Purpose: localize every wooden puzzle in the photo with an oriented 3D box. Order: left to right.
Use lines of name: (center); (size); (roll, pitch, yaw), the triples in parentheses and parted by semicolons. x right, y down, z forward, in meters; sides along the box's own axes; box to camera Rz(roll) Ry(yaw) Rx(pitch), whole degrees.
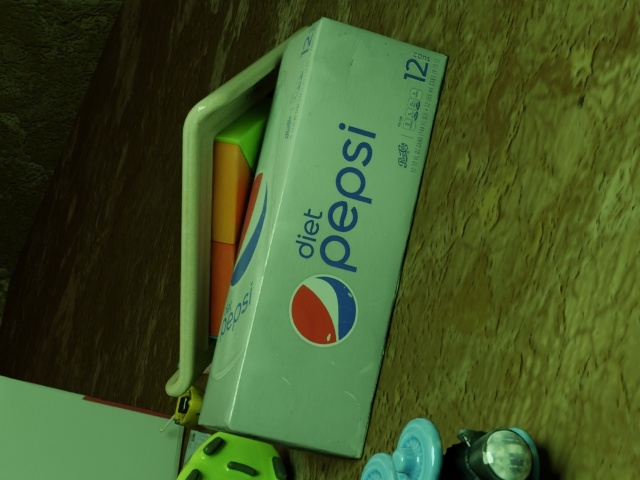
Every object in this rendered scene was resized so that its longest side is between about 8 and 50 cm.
wooden puzzle: (-0.051, -0.025, 1.137); (0.221, 0.044, 0.239); (-50, -29, -62)

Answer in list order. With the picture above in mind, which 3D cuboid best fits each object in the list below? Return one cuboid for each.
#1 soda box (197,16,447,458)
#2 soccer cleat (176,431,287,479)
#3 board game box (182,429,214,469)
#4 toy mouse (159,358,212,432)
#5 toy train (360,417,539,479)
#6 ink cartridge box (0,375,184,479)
soda box: (0.000, 0.000, 1.036); (0.091, 0.098, 0.286); (164, 119, -71)
soccer cleat: (-0.081, 0.271, 1.070); (0.121, 0.093, 0.289); (116, 162, -53)
board game box: (-0.106, 0.215, 1.327); (0.090, 0.020, 0.090); (170, 115, -72)
toy mouse: (-0.102, 0.102, 1.396); (0.161, 0.031, 0.143); (146, 136, -66)
toy train: (0.055, 0.159, 0.755); (0.184, 0.080, 0.105); (132, 140, -53)
ink cartridge box: (-0.276, 0.257, 1.535); (0.273, 0.197, 0.114); (129, 152, -55)
